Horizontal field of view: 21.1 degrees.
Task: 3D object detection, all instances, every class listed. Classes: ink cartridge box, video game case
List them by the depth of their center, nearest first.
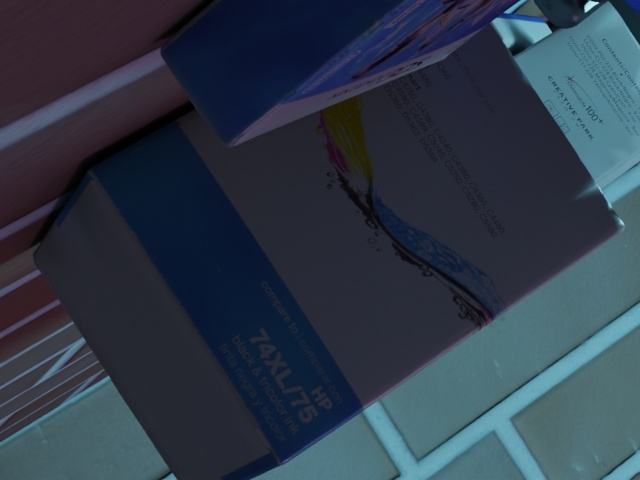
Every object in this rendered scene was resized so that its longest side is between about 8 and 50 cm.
[{"bbox_3d":[0.090,-0.158,0.798,0.269,0.061,0.244,-35,177,32],"label":"video game case"},{"bbox_3d":[0.000,0.000,1.062,0.270,0.197,0.198,-32,177,-23],"label":"ink cartridge box"},{"bbox_3d":[0.157,-0.065,1.502,0.272,0.130,0.309,-32,177,-37],"label":"ink cartridge box"}]

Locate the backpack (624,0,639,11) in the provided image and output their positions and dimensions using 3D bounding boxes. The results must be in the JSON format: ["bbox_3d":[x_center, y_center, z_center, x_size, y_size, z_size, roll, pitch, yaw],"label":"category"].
[{"bbox_3d":[0.237,-0.206,1.143,0.098,0.101,0.120,-52,-153,-8],"label":"backpack"}]

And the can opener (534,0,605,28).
[{"bbox_3d":[0.270,-0.221,1.307,0.283,0.095,0.076,-39,-179,-42],"label":"can opener"}]

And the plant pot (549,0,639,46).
[{"bbox_3d":[0.352,-0.212,1.819,0.234,0.165,0.165,-26,-179,30],"label":"plant pot"}]

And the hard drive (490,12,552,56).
[{"bbox_3d":[0.092,-0.126,1.496,0.210,0.040,0.319,-34,177,16],"label":"hard drive"}]
